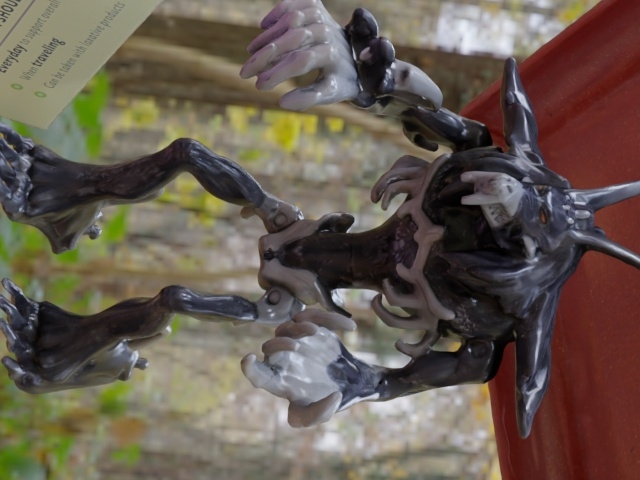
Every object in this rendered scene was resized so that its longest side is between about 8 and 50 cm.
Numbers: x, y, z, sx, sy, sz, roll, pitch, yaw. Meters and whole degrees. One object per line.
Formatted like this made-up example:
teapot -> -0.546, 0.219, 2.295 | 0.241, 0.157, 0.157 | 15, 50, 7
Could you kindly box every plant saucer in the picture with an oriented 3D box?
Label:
plant saucer -> 0.170, -0.006, 0.738 | 0.258, 0.048, 0.259 | -37, -132, 41

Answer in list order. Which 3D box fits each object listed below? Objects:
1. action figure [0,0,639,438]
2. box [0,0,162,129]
action figure -> 0.000, 0.000, 0.679 | 0.141, 0.276, 0.164 | 38, 48, -70
box -> -0.159, -0.160, 0.572 | 0.213, 0.243, 0.117 | -34, -135, 57
